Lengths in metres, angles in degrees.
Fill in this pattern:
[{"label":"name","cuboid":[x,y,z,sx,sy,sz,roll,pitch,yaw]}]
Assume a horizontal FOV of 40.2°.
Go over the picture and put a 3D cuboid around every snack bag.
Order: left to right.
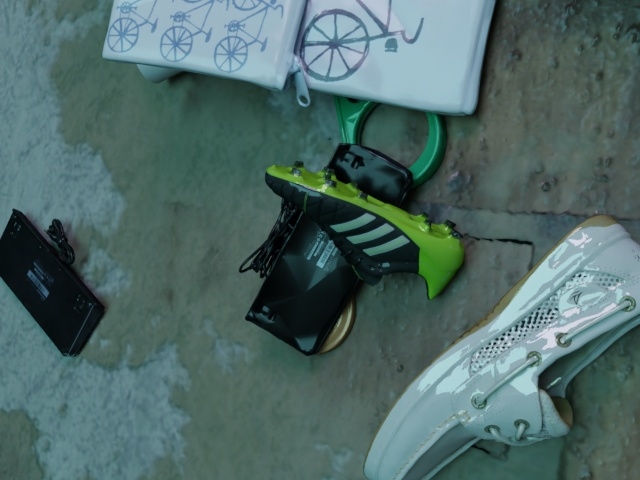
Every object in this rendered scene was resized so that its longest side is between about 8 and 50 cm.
[{"label":"snack bag","cuboid":[0.003,-0.278,0.749,0.343,0.037,0.323,14,90,10]}]

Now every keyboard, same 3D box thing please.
[{"label":"keyboard","cuboid":[-0.302,0.035,0.978,0.180,0.023,0.108,41,112,28]},{"label":"keyboard","cuboid":[0.000,0.000,0.780,0.100,0.038,0.192,32,102,9]}]

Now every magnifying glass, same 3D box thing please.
[{"label":"magnifying glass","cuboid":[0.031,-0.141,0.797,0.092,0.026,0.231,-44,66,20]}]

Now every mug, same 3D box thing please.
[{"label":"mug","cuboid":[-0.151,-0.206,0.895,0.064,0.062,0.078,-12,84,22]}]

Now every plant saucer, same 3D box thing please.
[{"label":"plant saucer","cuboid":[-0.007,0.062,0.798,0.084,0.013,0.083,-4,82,30]}]

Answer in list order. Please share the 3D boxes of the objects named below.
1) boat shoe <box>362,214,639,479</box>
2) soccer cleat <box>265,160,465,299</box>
[{"label":"boat shoe","cuboid":[0.145,0.109,0.650,0.277,0.098,0.096,-49,62,15]},{"label":"soccer cleat","cuboid":[0.031,-0.007,0.719,0.179,0.060,0.072,24,107,-3]}]
